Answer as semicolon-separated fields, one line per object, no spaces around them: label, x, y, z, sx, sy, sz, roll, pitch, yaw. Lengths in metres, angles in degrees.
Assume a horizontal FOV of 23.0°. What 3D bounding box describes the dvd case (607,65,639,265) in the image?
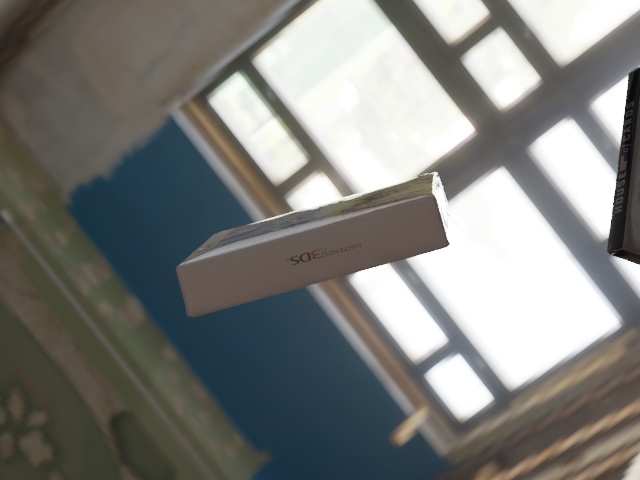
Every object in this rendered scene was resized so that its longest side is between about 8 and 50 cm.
dvd case;0.368;-0.036;1.407;0.029;0.239;0.179;-28;-132;59

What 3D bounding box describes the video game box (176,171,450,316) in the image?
video game box;0.000;0.000;1.249;0.205;0.048;0.187;-16;-171;6
